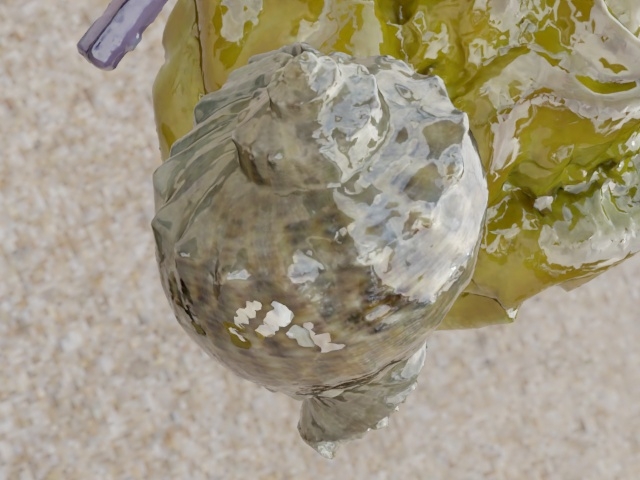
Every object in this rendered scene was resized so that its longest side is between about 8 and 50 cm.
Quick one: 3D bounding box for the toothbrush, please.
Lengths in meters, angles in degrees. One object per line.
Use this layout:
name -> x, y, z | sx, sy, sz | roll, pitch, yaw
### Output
toothbrush -> 0.025, -0.204, 0.622 | 0.029, 0.354, 0.024 | 39, -1, -14

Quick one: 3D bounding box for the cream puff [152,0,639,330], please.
cream puff -> 0.081, -0.089, 0.943 | 0.291, 0.257, 0.324 | -41, 131, -39

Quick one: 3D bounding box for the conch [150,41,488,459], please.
conch -> 0.000, 0.000, 0.625 | 0.207, 0.130, 0.155 | 79, 2, -47
